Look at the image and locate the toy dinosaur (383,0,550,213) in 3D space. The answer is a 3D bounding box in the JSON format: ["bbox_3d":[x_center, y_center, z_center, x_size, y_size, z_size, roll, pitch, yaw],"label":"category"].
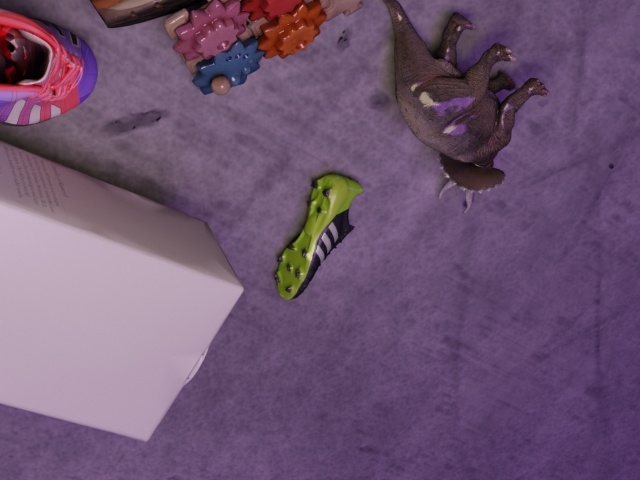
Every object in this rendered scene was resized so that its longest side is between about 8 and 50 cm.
[{"bbox_3d":[0.163,-0.162,1.310,0.160,0.121,0.313,-51,131,-4],"label":"toy dinosaur"}]

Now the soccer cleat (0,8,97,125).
[{"bbox_3d":[-0.276,-0.161,1.024,0.117,0.318,0.108,6,94,18],"label":"soccer cleat"}]

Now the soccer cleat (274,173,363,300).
[{"bbox_3d":[0.000,0.000,1.381,0.072,0.060,0.178,5,118,-41],"label":"soccer cleat"}]

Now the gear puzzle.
[{"bbox_3d":[0.005,-0.261,1.171,0.339,0.044,0.175,-32,160,-3],"label":"gear puzzle"}]

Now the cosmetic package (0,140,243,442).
[{"bbox_3d":[-0.297,0.038,1.098,0.385,0.156,0.217,24,108,-35],"label":"cosmetic package"}]

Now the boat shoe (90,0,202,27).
[{"bbox_3d":[-0.096,-0.328,1.105,0.324,0.122,0.119,-31,97,-5],"label":"boat shoe"}]
